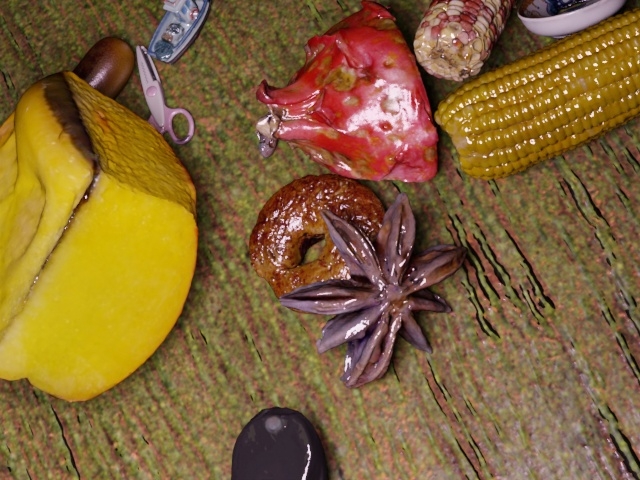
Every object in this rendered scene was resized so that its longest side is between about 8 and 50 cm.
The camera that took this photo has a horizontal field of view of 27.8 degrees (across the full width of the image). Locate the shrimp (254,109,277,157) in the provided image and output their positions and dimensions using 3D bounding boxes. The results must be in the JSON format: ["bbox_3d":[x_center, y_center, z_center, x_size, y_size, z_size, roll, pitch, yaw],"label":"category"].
[{"bbox_3d":[-0.064,-0.152,1.707,0.038,0.029,0.092,16,68,34],"label":"shrimp"}]

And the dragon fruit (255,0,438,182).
[{"bbox_3d":[0.020,-0.182,1.596,0.211,0.134,0.262,-23,56,-6],"label":"dragon fruit"}]

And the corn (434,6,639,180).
[{"bbox_3d":[0.308,-0.184,1.530,0.344,0.131,0.131,-26,61,7],"label":"corn"}]

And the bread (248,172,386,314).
[{"bbox_3d":[0.000,0.000,1.595,0.193,0.064,0.193,-8,67,19],"label":"bread"}]

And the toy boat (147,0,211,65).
[{"bbox_3d":[-0.196,-0.313,1.803,0.059,0.066,0.140,24,76,31],"label":"toy boat"}]

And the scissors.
[{"bbox_3d":[-0.228,-0.198,1.787,0.085,0.022,0.176,-24,64,12],"label":"scissors"}]

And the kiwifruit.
[{"bbox_3d":[-0.307,-0.228,1.801,0.075,0.075,0.124,30,83,28],"label":"kiwifruit"}]

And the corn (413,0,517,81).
[{"bbox_3d":[0.202,-0.313,1.611,0.098,0.098,0.290,13,54,24],"label":"corn"}]

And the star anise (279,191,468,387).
[{"bbox_3d":[0.063,0.061,1.500,0.229,0.093,0.236,1,99,-16],"label":"star anise"}]

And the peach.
[{"bbox_3d":[-0.309,-0.005,1.609,0.306,0.242,0.380,21,88,48],"label":"peach"}]

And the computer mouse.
[{"bbox_3d":[-0.053,0.300,1.471,0.122,0.073,0.217,3,75,24],"label":"computer mouse"}]

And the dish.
[{"bbox_3d":[0.323,-0.271,1.602,0.141,0.078,0.141,-20,24,9],"label":"dish"}]
